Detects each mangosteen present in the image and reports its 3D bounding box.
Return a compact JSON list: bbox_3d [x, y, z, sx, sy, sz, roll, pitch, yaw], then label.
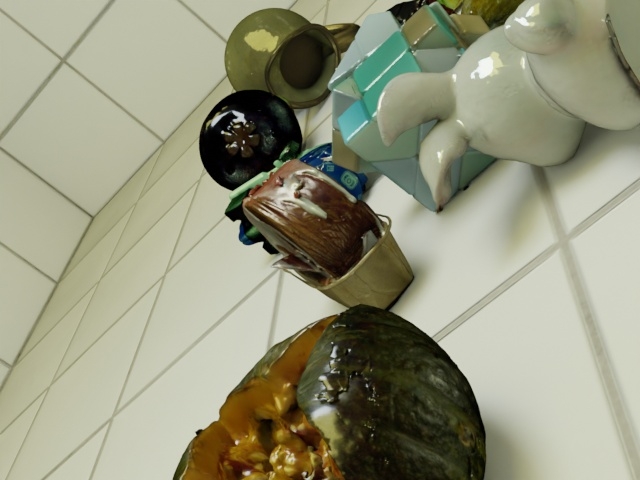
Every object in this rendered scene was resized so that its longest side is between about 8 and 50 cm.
[{"bbox_3d":[-0.140,-0.206,1.888,0.243,0.243,0.243,-43,20,20],"label":"mangosteen"}]

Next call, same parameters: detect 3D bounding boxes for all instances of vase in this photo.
[{"bbox_3d":[-0.044,-0.441,2.136,0.329,0.241,0.302,-29,24,-21],"label":"vase"}]

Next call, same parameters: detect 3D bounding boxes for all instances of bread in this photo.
[{"bbox_3d":[0.000,0.000,1.161,0.142,0.212,0.224,-49,19,-9],"label":"bread"}]

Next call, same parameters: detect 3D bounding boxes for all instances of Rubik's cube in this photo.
[{"bbox_3d":[0.129,-0.181,1.207,0.265,0.224,0.213,-41,36,19],"label":"Rubik's cube"}]

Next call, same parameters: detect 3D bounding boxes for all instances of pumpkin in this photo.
[{"bbox_3d":[0.001,0.211,0.785,0.320,0.192,0.320,-43,18,18],"label":"pumpkin"}]

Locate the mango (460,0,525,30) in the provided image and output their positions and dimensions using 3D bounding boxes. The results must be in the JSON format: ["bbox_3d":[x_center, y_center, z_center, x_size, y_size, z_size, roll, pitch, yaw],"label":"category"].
[{"bbox_3d":[0.325,-0.422,1.313,0.176,0.175,0.329,-38,-13,-41],"label":"mango"}]

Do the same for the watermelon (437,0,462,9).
[{"bbox_3d":[0.237,-0.468,1.728,0.105,0.062,0.105,-48,14,16],"label":"watermelon"}]

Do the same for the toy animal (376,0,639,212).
[{"bbox_3d":[0.231,-0.166,0.962,0.247,0.182,0.310,-22,2,-37],"label":"toy animal"}]

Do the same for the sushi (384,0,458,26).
[{"bbox_3d":[0.160,-0.307,1.461,0.172,0.150,0.153,-51,18,-2],"label":"sushi"}]

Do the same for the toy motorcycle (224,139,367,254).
[{"bbox_3d":[-0.020,-0.090,1.525,0.331,0.125,0.196,-30,26,38],"label":"toy motorcycle"}]
